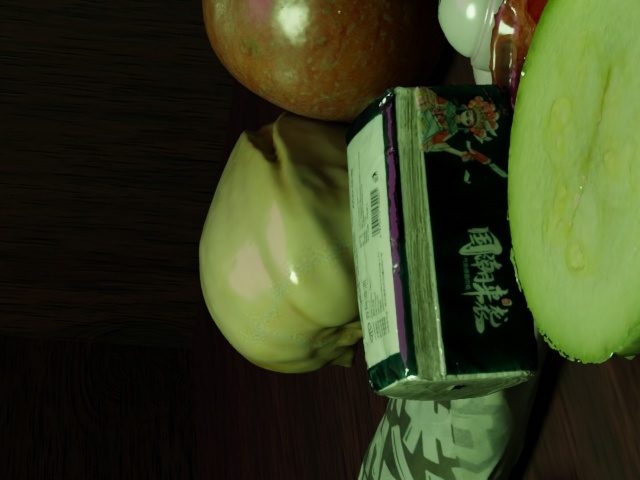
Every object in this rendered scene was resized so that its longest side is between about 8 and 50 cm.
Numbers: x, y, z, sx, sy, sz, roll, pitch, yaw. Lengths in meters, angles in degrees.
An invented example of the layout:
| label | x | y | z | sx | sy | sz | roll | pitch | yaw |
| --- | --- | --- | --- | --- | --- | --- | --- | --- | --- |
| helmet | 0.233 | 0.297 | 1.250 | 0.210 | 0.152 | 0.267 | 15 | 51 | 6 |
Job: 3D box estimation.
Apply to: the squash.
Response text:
| label | x | y | z | sx | sy | sz | roll | pitch | yaw |
| --- | --- | --- | --- | --- | --- | --- | --- | --- | --- |
| squash | 0.144 | -0.046 | 0.918 | 0.219 | 0.041 | 0.219 | 180 | 90 | -72 |

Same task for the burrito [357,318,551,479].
| label | x | y | z | sx | sy | sz | roll | pitch | yaw |
| --- | --- | --- | --- | --- | --- | --- | --- | --- | --- |
| burrito | 0.090 | 0.162 | 1.418 | 0.445 | 0.101 | 0.139 | 107 | 159 | -44 |

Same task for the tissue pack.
| label | x | y | z | sx | sy | sz | roll | pitch | yaw |
| --- | --- | --- | --- | --- | --- | --- | --- | --- | --- |
| tissue pack | 0.068 | 0.004 | 1.070 | 0.103 | 0.090 | 0.170 | 139 | 130 | -71 |

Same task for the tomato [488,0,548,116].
| label | x | y | z | sx | sy | sz | roll | pitch | yaw |
| --- | --- | --- | --- | --- | --- | --- | --- | --- | --- |
| tomato | 0.176 | -0.062 | 1.037 | 0.228 | 0.101 | 0.228 | 179 | 90 | -74 |

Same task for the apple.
| label | x | y | z | sx | sy | sz | roll | pitch | yaw |
| --- | --- | --- | --- | --- | --- | --- | --- | --- | --- |
| apple | 0.010 | -0.236 | 1.680 | 0.253 | 0.254 | 0.253 | -175 | 90 | -80 |

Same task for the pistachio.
| label | x | y | z | sx | sy | sz | roll | pitch | yaw |
| --- | --- | --- | --- | --- | --- | --- | --- | --- | --- |
| pistachio | 0.000 | 0.000 | 1.693 | 0.321 | 0.229 | 0.238 | -89 | -24 | -75 |

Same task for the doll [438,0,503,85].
| label | x | y | z | sx | sy | sz | roll | pitch | yaw |
| --- | --- | --- | --- | --- | --- | --- | --- | --- | --- |
| doll | 0.137 | -0.264 | 1.363 | 0.160 | 0.094 | 0.365 | 175 | 100 | -83 |
